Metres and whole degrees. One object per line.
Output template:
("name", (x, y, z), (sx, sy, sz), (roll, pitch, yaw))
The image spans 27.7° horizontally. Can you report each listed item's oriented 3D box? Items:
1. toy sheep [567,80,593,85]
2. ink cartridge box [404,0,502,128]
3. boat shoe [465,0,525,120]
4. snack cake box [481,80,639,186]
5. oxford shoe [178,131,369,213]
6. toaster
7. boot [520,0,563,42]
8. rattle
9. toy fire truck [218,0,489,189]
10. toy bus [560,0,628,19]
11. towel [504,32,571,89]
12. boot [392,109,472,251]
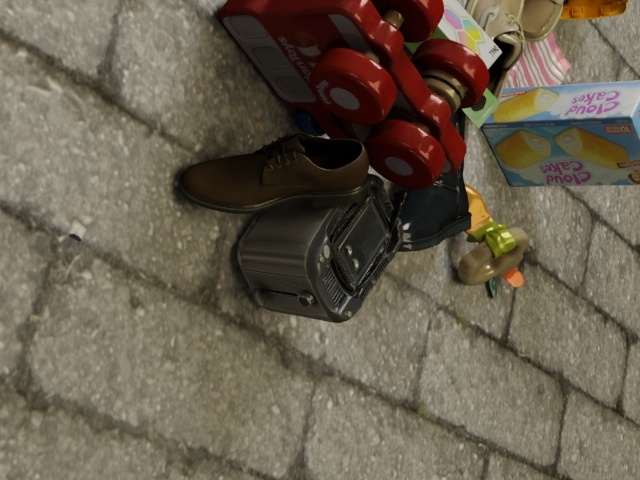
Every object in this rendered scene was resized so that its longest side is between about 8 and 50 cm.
("toy sheep", (0.453, -0.239, 2.286), (0.132, 0.091, 0.091), (-57, 133, -36))
("ink cartridge box", (0.195, -0.273, 1.869), (0.209, 0.062, 0.109), (48, 35, -5))
("boat shoe", (0.274, -0.304, 2.034), (0.109, 0.098, 0.302), (55, 49, -38))
("snack cake box", (0.408, -0.167, 2.077), (0.152, 0.264, 0.089), (58, 48, -36))
("oxford shoe", (-0.054, -0.090, 1.524), (0.096, 0.227, 0.082), (96, -18, -49))
("toaster", (0.000, 0.000, 1.626), (0.227, 0.146, 0.129), (-55, 132, -37))
("boot", (0.373, -0.444, 2.118), (0.165, 0.077, 0.213), (58, 53, -75))
("rattle", (0.256, 0.004, 2.071), (0.130, 0.143, 0.200), (-55, 158, 6))
("toy fire truck", (0.042, -0.194, 1.592), (0.302, 0.254, 0.169), (50, 60, -40))
("toy bus", (0.486, -0.509, 2.303), (0.211, 0.149, 0.220), (-33, 120, -66))
("towel", (0.367, -0.285, 2.218), (0.144, 0.029, 0.197), (56, 48, -36))
("boot", (0.138, -0.100, 1.855), (0.246, 0.094, 0.207), (-20, 107, -54))
